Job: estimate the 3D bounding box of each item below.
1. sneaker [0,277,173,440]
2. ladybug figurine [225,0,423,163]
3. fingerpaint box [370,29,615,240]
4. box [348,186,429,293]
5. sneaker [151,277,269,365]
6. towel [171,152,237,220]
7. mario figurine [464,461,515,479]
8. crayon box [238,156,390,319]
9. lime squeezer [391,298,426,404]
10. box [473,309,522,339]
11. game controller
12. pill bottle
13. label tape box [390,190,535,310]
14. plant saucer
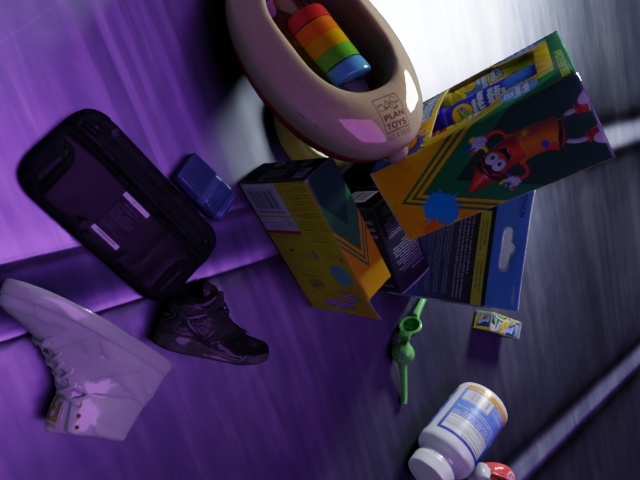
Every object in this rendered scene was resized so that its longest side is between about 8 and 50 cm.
[{"bbox_3d":[-0.364,0.191,0.815,0.292,0.108,0.169,45,61,-35],"label":"sneaker"},{"bbox_3d":[-0.002,-0.308,0.990,0.305,0.162,0.450,-28,80,-32],"label":"ladybug figurine"},{"bbox_3d":[0.332,-0.226,1.116,0.163,0.371,0.445,57,30,-15],"label":"fingerpaint box"},{"bbox_3d":[0.119,-0.003,1.201,0.108,0.153,0.207,-37,117,-34],"label":"box"},{"bbox_3d":[-0.172,0.146,0.994,0.227,0.087,0.130,23,84,-34],"label":"sneaker"},{"bbox_3d":[-0.205,-0.093,0.991,0.119,0.029,0.067,48,62,-33],"label":"towel"},{"bbox_3d":[0.420,0.725,1.488,0.320,0.170,0.198,-36,149,-26],"label":"mario figurine"},{"bbox_3d":[0.000,0.000,1.065,0.081,0.202,0.319,-44,121,-30],"label":"crayon box"},{"bbox_3d":[0.226,0.243,1.373,0.109,0.058,0.311,24,76,-39],"label":"lime squeezer"},{"bbox_3d":[0.513,0.245,1.622,0.168,0.059,0.054,21,77,-40],"label":"box"},{"bbox_3d":[-0.308,-0.047,0.893,0.166,0.067,0.319,-46,121,-13],"label":"game controller"},{"bbox_3d":[0.346,0.504,1.428,0.272,0.152,0.152,-38,116,-33],"label":"pill bottle"},{"bbox_3d":[0.321,0.018,1.249,0.115,0.347,0.249,12,84,-41],"label":"label tape box"},{"bbox_3d":[0.014,-0.257,1.159,0.240,0.037,0.241,-4,96,-37],"label":"plant saucer"}]
